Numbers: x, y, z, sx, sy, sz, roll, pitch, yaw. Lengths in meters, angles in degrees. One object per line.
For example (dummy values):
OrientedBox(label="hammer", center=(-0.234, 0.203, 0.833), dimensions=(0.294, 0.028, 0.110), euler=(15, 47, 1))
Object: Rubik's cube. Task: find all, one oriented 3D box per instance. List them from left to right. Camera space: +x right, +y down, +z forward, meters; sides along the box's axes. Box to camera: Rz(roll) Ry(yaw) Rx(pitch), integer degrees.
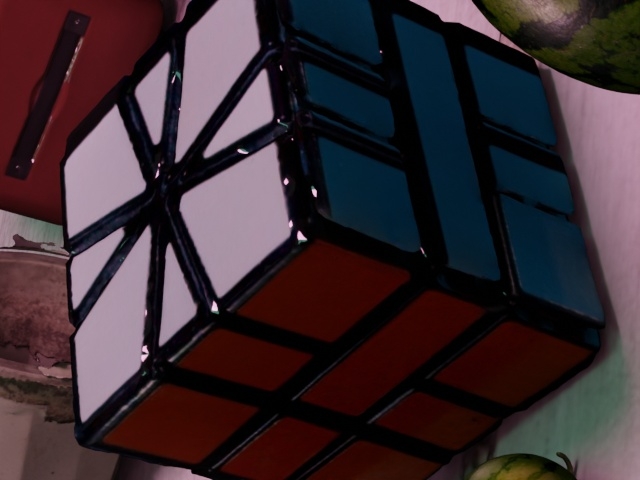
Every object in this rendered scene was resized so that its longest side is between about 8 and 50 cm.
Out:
OrientedBox(label="Rubik's cube", center=(0.000, 0.000, 1.363), dimensions=(0.293, 0.283, 0.288), euler=(-38, 44, 35))

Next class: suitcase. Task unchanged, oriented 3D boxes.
OrientedBox(label="suitcase", center=(-0.323, -0.182, 2.047), dimensions=(0.161, 0.236, 0.297), euler=(42, 112, 57))

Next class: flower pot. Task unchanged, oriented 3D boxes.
OrientedBox(label="flower pot", center=(-0.283, 0.166, 1.816), dimensions=(0.290, 0.290, 0.259), euler=(-133, 50, -56))

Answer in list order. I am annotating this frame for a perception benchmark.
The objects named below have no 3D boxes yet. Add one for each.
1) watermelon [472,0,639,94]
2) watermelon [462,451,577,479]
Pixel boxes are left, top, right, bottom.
OrientedBox(label="watermelon", center=(0.209, -0.232, 1.155), dimensions=(0.285, 0.285, 0.285), euler=(-34, 48, 48))
OrientedBox(label="watermelon", center=(0.136, 0.190, 1.244), dimensions=(0.109, 0.109, 0.109), euler=(-34, 48, 48))
